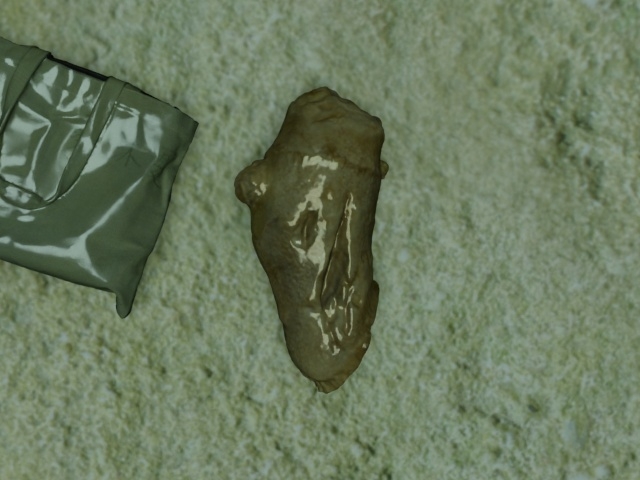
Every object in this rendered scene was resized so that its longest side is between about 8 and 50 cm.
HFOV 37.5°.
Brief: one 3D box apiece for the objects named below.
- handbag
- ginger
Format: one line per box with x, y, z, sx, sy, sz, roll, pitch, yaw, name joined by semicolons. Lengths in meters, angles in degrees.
-0.320;-0.084;1.067;0.315;0.109;0.253;22;86;-6;handbag
0.000;0.000;1.092;0.190;0.126;0.354;-7;92;-26;ginger
